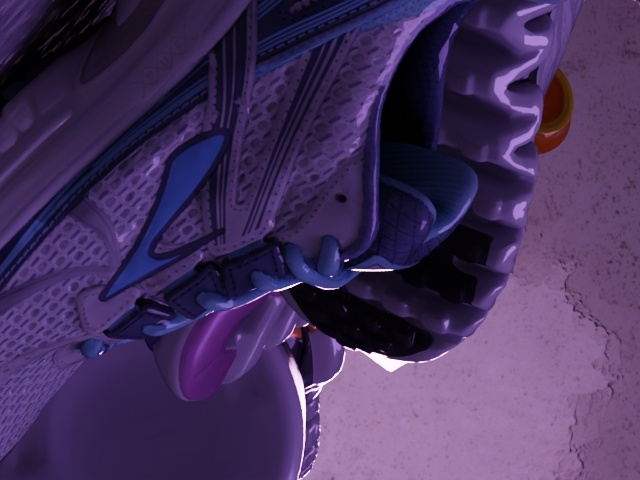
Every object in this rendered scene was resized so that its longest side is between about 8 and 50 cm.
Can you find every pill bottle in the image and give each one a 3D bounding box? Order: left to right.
[{"bbox_3d":[-0.088,0.099,1.085,0.161,0.161,0.283,-51,179,-1],"label":"pill bottle"}]

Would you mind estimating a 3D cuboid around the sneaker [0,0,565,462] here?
[{"bbox_3d":[-0.029,-0.017,0.555,0.283,0.122,0.110,-52,179,26],"label":"sneaker"}]

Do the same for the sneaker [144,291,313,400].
[{"bbox_3d":[-0.029,-0.007,0.933,0.236,0.104,0.095,-21,142,-57],"label":"sneaker"}]

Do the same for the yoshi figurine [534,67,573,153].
[{"bbox_3d":[0.058,-0.062,1.355,0.203,0.203,0.362,-59,-173,-34],"label":"yoshi figurine"}]

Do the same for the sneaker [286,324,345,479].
[{"bbox_3d":[-0.097,0.112,1.379,0.180,0.125,0.321,-19,155,-15],"label":"sneaker"}]

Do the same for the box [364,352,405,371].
[{"bbox_3d":[0.000,0.000,1.143,0.051,0.175,0.220,-54,179,-11],"label":"box"}]

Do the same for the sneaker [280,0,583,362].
[{"bbox_3d":[0.052,-0.074,0.719,0.118,0.110,0.292,-49,160,-46],"label":"sneaker"}]

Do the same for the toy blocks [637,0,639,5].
[{"bbox_3d":[0.263,-0.231,1.152,0.261,0.381,0.191,-42,154,2],"label":"toy blocks"}]
